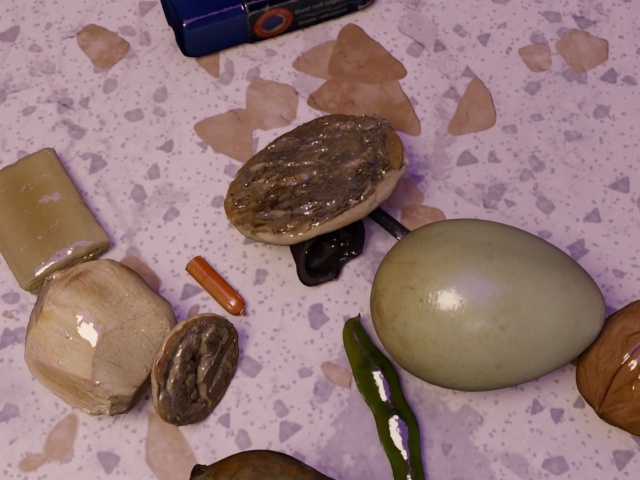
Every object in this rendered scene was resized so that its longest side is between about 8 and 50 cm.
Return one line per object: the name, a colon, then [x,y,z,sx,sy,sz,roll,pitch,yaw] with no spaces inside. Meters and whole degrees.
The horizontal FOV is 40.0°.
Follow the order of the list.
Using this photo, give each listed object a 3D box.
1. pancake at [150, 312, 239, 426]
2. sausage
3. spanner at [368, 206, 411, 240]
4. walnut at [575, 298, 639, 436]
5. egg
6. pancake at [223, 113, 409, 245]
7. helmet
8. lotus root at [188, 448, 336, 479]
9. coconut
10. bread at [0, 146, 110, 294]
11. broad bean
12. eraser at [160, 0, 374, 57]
pancake: [-0.157,0.161,1.103,0.028,0.158,0.158,16,64,32]
sausage: [-0.140,0.066,1.208,0.107,0.031,0.031,43,71,14]
spanner: [0.112,-0.014,1.264,0.254,0.015,0.054,40,72,14]
walnut: [0.428,0.160,1.124,0.207,0.167,0.167,-33,71,-13]
egg: [0.210,0.082,1.113,0.295,0.218,0.218,3,66,0]
pancake: [-0.009,-0.087,1.213,0.282,0.049,0.282,-13,37,10]
helmet: [0.000,0.000,1.215,0.123,0.098,0.070,-36,46,-14]
lotus root: [-0.002,0.362,0.972,0.346,0.250,0.250,20,67,3]
coconut: [-0.280,0.112,1.103,0.194,0.194,0.194,1,66,-2]
bread: [-0.391,-0.028,1.222,0.139,0.060,0.178,-29,71,-13]
broad bean: [0.093,0.232,1.138,0.060,0.043,0.297,-18,69,0]
eraser: [-0.083,-0.405,1.382,0.332,0.101,0.155,-19,67,-12]
